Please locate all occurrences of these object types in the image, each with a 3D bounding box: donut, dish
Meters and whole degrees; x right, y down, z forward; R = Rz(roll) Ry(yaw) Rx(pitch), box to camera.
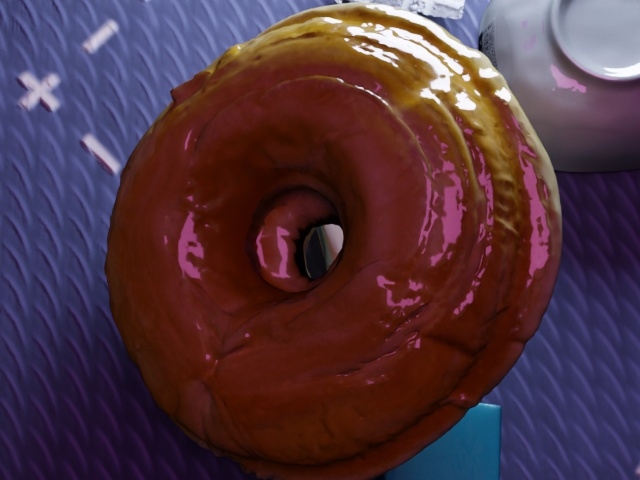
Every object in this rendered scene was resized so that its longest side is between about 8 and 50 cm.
[{"bbox_3d":[0.000,0.000,1.383,0.448,0.198,0.449,-4,80,25],"label":"donut"},{"bbox_3d":[0.289,-0.199,1.571,0.256,0.117,0.256,2,72,-5],"label":"dish"}]

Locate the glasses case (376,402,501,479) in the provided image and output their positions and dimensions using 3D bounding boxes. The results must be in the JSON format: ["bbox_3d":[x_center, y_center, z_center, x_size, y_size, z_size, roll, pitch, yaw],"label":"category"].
[{"bbox_3d":[0.104,0.301,1.424,0.117,0.070,0.301,8,70,-8],"label":"glasses case"}]

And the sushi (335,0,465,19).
[{"bbox_3d":[0.095,-0.321,1.641,0.139,0.031,0.201,11,68,0],"label":"sushi"}]

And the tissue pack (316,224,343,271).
[{"bbox_3d":[0.033,-0.004,1.518,0.074,0.059,0.094,-13,74,-10],"label":"tissue pack"}]
